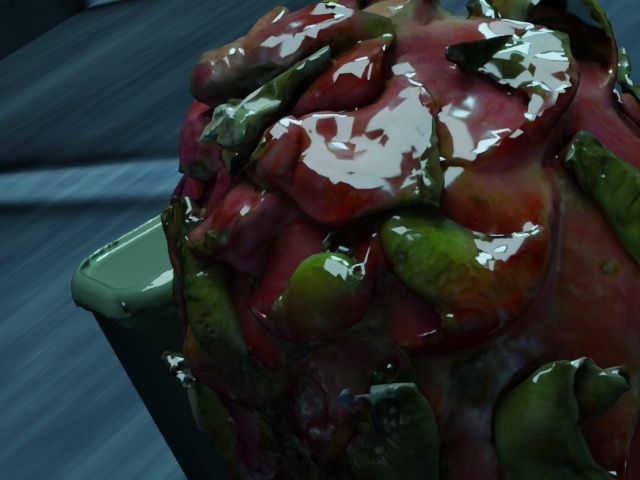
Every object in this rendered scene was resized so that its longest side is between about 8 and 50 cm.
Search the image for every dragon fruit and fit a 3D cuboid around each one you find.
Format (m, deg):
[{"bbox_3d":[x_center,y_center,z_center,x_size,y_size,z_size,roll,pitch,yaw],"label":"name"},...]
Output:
[{"bbox_3d":[0.059,0.009,0.701,0.250,0.291,0.269,-4,26,49],"label":"dragon fruit"}]

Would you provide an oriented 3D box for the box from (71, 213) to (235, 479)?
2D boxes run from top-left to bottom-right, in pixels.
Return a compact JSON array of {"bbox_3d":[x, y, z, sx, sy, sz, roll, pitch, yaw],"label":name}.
[{"bbox_3d":[-0.001,0.038,1.001,0.274,0.178,0.138,-29,20,-19],"label":"box"}]
